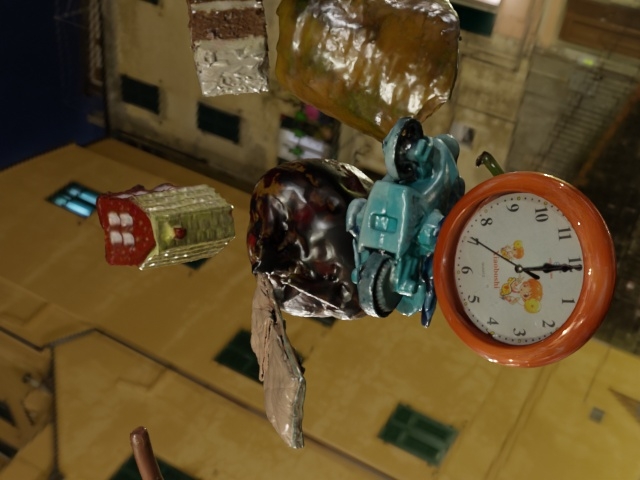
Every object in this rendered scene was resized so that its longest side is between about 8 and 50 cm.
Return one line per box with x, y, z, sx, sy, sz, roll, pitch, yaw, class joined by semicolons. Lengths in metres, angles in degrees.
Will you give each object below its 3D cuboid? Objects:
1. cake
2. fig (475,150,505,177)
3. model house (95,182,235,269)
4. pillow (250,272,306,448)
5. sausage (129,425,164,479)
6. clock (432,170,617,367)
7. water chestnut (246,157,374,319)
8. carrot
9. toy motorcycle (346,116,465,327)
-0.149;-0.320;1.419;0.135;0.135;0.147;94;173;-64;cake
0.293;-0.006;1.323;0.151;0.151;0.259;59;-151;-63;fig
-0.301;-0.028;1.775;0.196;0.254;0.160;-11;-78;-40;model house
-0.058;0.150;1.144;0.232;0.043;0.126;-114;27;-55;pillow
-0.331;0.446;1.726;0.043;0.043;0.186;-38;-61;-50;sausage
0.208;0.030;0.922;0.051;0.205;0.205;2;-70;-49;clock
0.000;0.000;1.469;0.244;0.289;0.289;-72;3;-88;water chestnut
0.087;-0.294;1.396;0.241;0.341;0.241;-52;-20;-27;carrot
0.122;-0.023;1.155;0.206;0.154;0.260;4;-83;-56;toy motorcycle
